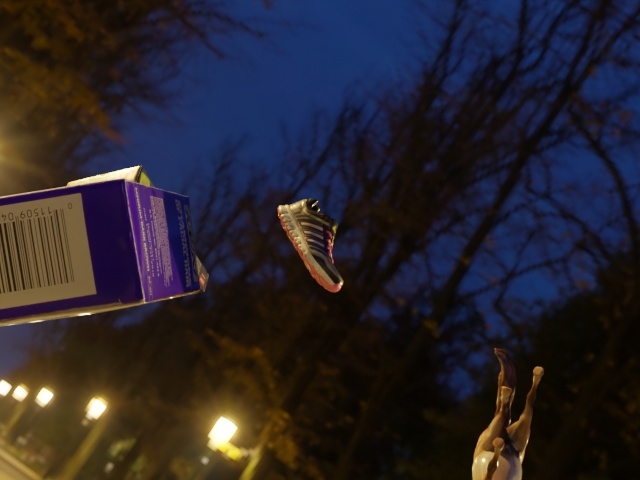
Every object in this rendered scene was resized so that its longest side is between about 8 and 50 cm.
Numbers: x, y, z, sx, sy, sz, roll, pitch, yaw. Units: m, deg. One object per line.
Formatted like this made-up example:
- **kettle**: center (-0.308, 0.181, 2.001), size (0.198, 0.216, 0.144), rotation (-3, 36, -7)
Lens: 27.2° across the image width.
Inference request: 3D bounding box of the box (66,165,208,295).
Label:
- **box**: center (-0.245, -0.002, 1.766), size (0.114, 0.036, 0.207), rotation (-11, -50, 20)

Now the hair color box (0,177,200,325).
- **hair color box**: center (-0.223, 0.015, 1.187), size (0.185, 0.110, 0.339), rotation (-9, 1, 3)

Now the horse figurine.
- **horse figurine**: center (0.206, 0.254, 1.532), size (0.066, 0.263, 0.174), rotation (15, -45, 5)

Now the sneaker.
- **sneaker**: center (0.000, 0.000, 1.997), size (0.170, 0.074, 0.063), rotation (58, -6, 31)
